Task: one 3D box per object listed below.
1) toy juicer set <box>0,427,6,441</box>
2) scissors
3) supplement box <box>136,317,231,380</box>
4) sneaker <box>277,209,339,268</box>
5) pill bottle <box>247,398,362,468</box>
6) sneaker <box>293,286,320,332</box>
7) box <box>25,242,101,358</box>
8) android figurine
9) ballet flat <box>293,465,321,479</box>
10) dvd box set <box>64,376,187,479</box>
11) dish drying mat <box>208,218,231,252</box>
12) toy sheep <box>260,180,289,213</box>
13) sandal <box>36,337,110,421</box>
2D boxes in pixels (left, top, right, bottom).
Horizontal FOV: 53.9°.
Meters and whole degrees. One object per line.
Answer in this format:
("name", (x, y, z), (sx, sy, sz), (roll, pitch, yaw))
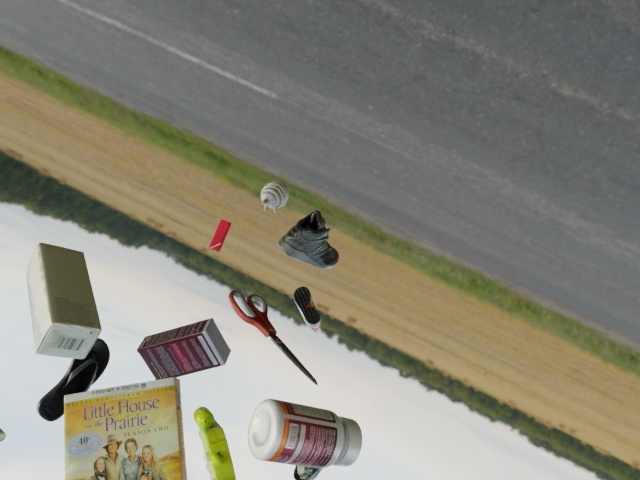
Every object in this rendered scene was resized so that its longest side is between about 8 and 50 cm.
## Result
("toy juicer set", (-0.907, 0.475, 1.557), (0.209, 0.090, 0.329), (21, -166, 11))
("scissors", (-0.117, 0.225, 1.460), (0.109, 0.021, 0.297), (10, -144, -50))
("supplement box", (-0.402, 0.324, 1.855), (0.073, 0.239, 0.130), (-74, -36, -61))
("sneaker", (0.000, 0.000, 1.683), (0.227, 0.130, 0.087), (23, -157, -49))
("pill bottle", (-0.029, 0.406, 1.306), (0.221, 0.121, 0.121), (20, 178, -31))
("sneaker", (-0.040, 0.218, 1.957), (0.075, 0.057, 0.161), (81, 165, -46))
("box", (-0.576, 0.130, 1.398), (0.113, 0.094, 0.275), (18, -154, -38))
("android figurine", (-0.243, 0.514, 1.463), (0.056, 0.248, 0.273), (-12, 179, -16))
("ballet flat", (-0.009, 0.517, 1.511), (0.070, 0.188, 0.070), (23, -156, -11))
("dvd box set", (-0.502, 0.588, 1.628), (0.307, 0.421, 0.062), (-8, 159, -1))
("dish drying mat", (-0.258, -0.013, 1.619), (0.032, 0.083, 0.008), (18, 169, 16))
("toy sheep", (-0.139, -0.134, 1.897), (0.091, 0.091, 0.132), (25, -147, 8))
("sandal", (-0.669, 0.389, 1.742), (0.054, 0.254, 0.097), (2, 142, 49))
